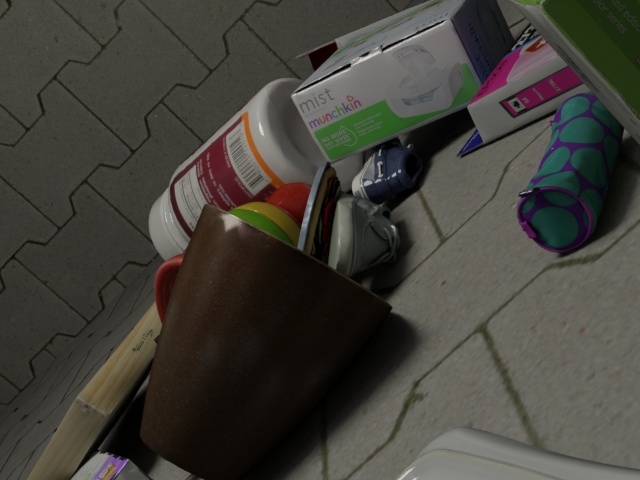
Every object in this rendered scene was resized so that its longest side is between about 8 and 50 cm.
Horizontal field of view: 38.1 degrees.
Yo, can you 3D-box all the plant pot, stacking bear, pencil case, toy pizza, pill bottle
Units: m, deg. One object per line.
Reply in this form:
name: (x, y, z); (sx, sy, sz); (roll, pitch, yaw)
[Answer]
plant pot: (-0.077, 0.116, 0.923); (0.230, 0.215, 0.215); (-61, 14, -4)
stacking bear: (-0.082, 0.020, 1.298); (0.175, 0.164, 0.289); (-3, 29, 38)
pencil case: (0.211, -0.061, 0.782); (0.070, 0.064, 0.152); (-13, 31, 39)
toy pizza: (0.000, 0.000, 1.181); (0.201, 0.032, 0.201); (11, -90, -84)
pill bottle: (-0.127, -0.093, 1.640); (0.392, 0.224, 0.224); (-34, 17, 42)

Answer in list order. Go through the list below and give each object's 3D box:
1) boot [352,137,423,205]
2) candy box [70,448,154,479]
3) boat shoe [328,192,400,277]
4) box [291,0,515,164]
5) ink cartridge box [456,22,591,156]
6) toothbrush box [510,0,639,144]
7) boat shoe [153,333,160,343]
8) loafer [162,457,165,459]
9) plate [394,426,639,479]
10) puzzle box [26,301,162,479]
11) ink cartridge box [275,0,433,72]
boot: (0.109, -0.110, 1.311); (0.086, 0.069, 0.190); (-23, 25, 28)
candy box: (-0.283, 0.344, 1.125); (0.165, 0.070, 0.196); (-51, 14, -22)
boat shoe: (0.055, -0.008, 1.090); (0.227, 0.081, 0.079); (-72, -10, -75)
box: (0.124, -0.248, 1.335); (0.261, 0.127, 0.231); (-20, 19, 29)
ink cartridge box: (0.286, -0.220, 1.059); (0.176, 0.069, 0.371); (-52, 11, -27)
toothbrush box: (0.287, -0.167, 0.539); (0.283, 0.206, 0.122); (-44, 12, 15)
boat shoe: (-0.186, 0.109, 1.328); (0.049, 0.042, 0.133); (-29, 19, 53)
loafer: (-0.094, 0.159, 1.080); (0.251, 0.094, 0.087); (-43, 0, -6)
plate: (0.053, 0.212, 0.488); (0.277, 0.045, 0.278); (-51, 12, -17)
puzzle box: (-0.323, 0.243, 1.412); (0.272, 0.052, 0.409); (-57, 3, 22)
ink cartridge box: (0.079, -0.311, 1.652); (0.271, 0.130, 0.309); (-22, 11, -5)
